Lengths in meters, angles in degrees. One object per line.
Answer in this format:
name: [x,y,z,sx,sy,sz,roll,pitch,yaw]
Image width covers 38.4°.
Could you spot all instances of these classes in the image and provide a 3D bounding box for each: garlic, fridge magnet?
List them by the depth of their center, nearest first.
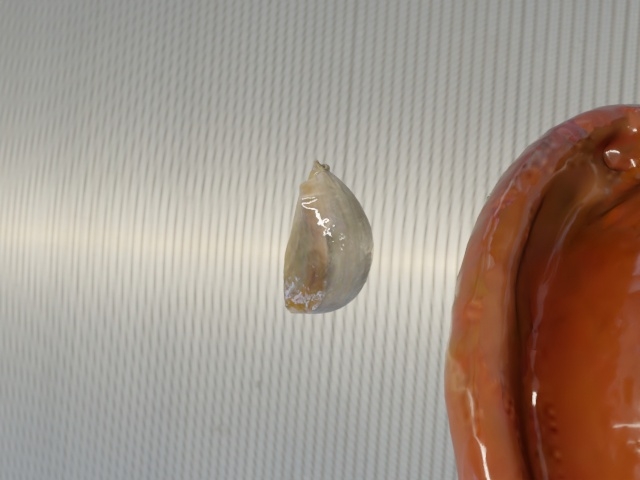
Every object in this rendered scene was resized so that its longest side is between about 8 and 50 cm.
fridge magnet: [0.210,0.097,0.441,0.155,0.363,0.363,-28,73,49]
garlic: [0.011,0.011,1.090,0.101,0.087,0.195,18,117,27]

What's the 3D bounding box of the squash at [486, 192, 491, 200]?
squash: [0.190,0.035,1.002,0.066,0.066,0.201,20,128,29]
